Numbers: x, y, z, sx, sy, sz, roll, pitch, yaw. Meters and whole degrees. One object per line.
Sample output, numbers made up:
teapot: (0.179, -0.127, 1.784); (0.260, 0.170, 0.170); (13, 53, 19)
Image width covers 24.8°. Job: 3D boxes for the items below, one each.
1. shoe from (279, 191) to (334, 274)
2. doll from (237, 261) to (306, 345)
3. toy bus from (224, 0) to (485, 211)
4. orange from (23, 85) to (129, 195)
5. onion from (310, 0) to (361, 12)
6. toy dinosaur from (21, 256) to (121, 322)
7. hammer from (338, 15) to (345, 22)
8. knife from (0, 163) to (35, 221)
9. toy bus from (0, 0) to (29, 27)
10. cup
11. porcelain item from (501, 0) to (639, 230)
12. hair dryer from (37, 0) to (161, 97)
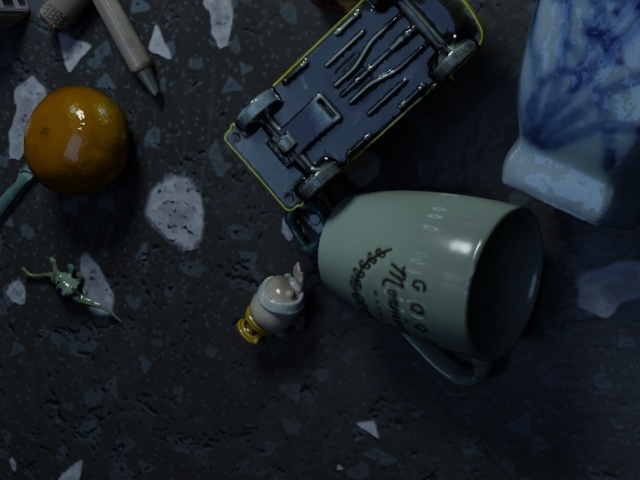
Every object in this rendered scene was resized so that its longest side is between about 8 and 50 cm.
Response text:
shoe: (0.000, 0.000, 1.880); (0.064, 0.071, 0.143); (-29, 85, 27)
doll: (-0.048, 0.088, 1.919); (0.084, 0.073, 0.127); (35, 117, -14)
toy bus: (0.050, -0.191, 1.776); (0.330, 0.152, 0.144); (-42, 87, 15)
orange: (-0.336, -0.137, 2.016); (0.156, 0.124, 0.156); (-10, 74, 35)
onion: (0.052, -0.366, 1.808); (0.206, 0.098, 0.151); (-34, 80, 26)
toy dinosaur: (-0.360, 0.064, 2.094); (0.180, 0.037, 0.058); (30, 131, 29)
hammer: (0.043, -0.245, 1.862); (0.052, 0.031, 0.083); (17, 108, 27)
knife: (-0.433, -0.092, 2.129); (0.210, 0.015, 0.028); (-47, 68, 22)
toy bus: (-0.476, -0.341, 2.072); (0.060, 0.123, 0.075); (-32, 83, 26)
cup: (0.132, 0.061, 1.776); (0.234, 0.186, 0.258); (13, 128, 34)
porcelain item: (0.347, -0.226, 1.619); (0.242, 0.178, 0.405); (26, 105, 24)
hair dryer: (-0.266, -0.311, 2.003); (0.195, 0.053, 0.220); (-46, 74, 22)
